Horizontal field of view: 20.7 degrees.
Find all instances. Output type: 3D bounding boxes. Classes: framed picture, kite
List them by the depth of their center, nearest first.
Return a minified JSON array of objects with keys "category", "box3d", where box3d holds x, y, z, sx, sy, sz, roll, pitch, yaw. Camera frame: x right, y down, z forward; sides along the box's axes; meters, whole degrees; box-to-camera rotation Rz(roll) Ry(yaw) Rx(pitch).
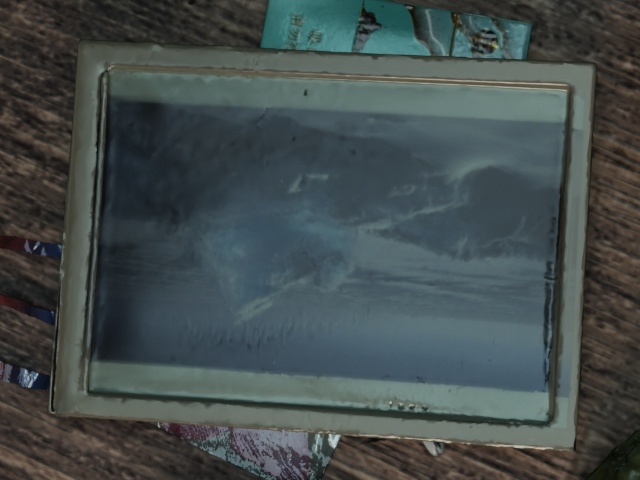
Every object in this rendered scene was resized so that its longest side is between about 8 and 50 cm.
[{"category":"framed picture","box3d":[0.000,0.000,1.468,0.446,0.028,0.326,3,88,7]},{"category":"kite","box3d":[-0.139,0.090,1.505,0.360,0.022,0.204,10,90,9]}]

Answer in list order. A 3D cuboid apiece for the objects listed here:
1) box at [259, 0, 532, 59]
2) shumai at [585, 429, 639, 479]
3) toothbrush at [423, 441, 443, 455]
[{"category":"box","box3d":[0.056,-0.125,1.506,0.229,0.041,0.162,10,85,7]},{"category":"shumai","box3d":[0.294,0.269,1.350,0.189,0.218,0.256,-22,84,-3]},{"category":"toothbrush","box3d":[0.051,0.092,1.488,0.022,0.017,0.204,-38,78,35]}]
